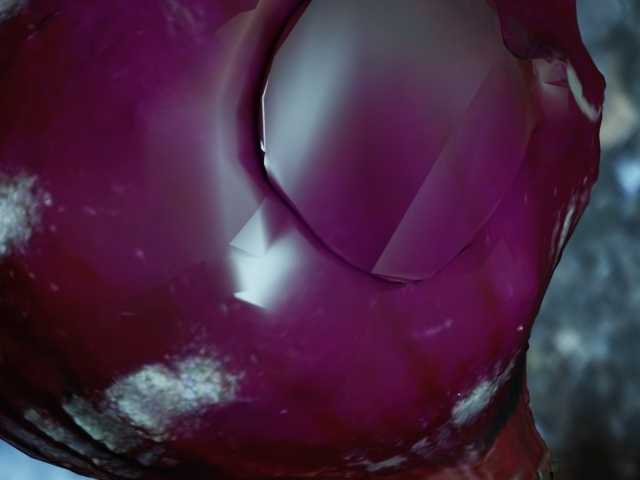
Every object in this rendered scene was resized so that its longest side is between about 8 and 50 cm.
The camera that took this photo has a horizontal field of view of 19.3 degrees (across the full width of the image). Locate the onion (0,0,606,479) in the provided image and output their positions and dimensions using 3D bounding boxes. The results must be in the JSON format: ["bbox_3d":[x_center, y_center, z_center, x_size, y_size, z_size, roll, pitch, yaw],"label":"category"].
[{"bbox_3d":[0.006,-0.003,0.430,0.198,0.135,0.173,47,67,-7],"label":"onion"}]
